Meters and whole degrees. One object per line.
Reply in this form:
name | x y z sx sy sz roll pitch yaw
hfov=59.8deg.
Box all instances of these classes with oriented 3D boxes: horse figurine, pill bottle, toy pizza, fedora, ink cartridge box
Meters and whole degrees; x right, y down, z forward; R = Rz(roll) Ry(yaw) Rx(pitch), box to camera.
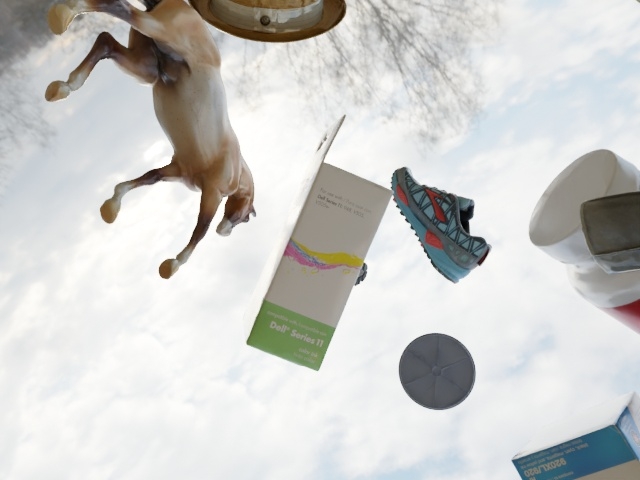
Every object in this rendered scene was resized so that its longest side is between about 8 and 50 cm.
horse figurine | -0.115 -0.099 0.420 0.066 0.263 0.174 -6 -154 27
pill bottle | 0.536 0.042 0.843 0.229 0.408 0.229 -57 -173 11
toy pizza | 0.308 0.346 1.477 0.201 0.032 0.201 -2 -98 12
fedora | -0.061 -0.309 0.659 0.194 0.079 0.194 4 -132 -4
ink cartridge box | 0.000 0.000 0.873 0.207 0.119 0.353 -164 -83 -81
ink cartridge box | 0.430 0.374 0.801 0.168 0.171 0.232 -38 -110 32

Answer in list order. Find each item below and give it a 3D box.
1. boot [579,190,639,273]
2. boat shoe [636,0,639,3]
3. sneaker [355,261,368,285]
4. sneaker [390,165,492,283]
boot | 0.416 0.015 0.617 0.076 0.189 0.208 -18 177 -40
boat shoe | 0.387 -0.246 0.498 0.113 0.103 0.302 -33 -118 -8
sneaker | 0.013 0.089 1.372 0.209 0.081 0.094 -14 -149 -35
sneaker | 0.233 -0.050 1.062 0.125 0.104 0.261 -36 -117 17
